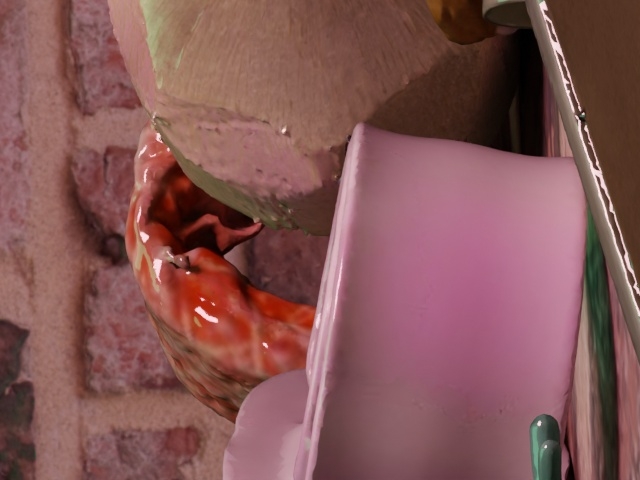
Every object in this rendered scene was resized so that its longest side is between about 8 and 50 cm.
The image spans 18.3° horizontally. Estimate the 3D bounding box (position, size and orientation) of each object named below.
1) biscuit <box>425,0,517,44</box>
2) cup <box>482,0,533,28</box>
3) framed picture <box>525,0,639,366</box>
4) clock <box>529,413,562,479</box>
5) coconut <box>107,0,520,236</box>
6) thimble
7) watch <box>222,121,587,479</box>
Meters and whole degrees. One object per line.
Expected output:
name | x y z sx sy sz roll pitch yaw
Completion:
biscuit | 0.059 -0.242 0.924 0.301 0.049 0.197 -81 -26 -48
cup | 0.092 -0.118 0.698 0.054 0.075 0.083 -5 83 53
framed picture | 0.088 -0.016 0.416 0.217 0.017 0.274 89 169 -61
clock | 0.090 0.156 0.648 0.211 0.066 0.159 -92 0 -48
coconut | -0.002 -0.122 1.040 0.230 0.227 0.227 62 -156 -74
thimble | 0.000 0.000 1.207 0.162 0.239 0.239 85 -178 -69
watch | 0.033 0.073 0.866 0.248 0.211 0.217 -79 -2 -53
